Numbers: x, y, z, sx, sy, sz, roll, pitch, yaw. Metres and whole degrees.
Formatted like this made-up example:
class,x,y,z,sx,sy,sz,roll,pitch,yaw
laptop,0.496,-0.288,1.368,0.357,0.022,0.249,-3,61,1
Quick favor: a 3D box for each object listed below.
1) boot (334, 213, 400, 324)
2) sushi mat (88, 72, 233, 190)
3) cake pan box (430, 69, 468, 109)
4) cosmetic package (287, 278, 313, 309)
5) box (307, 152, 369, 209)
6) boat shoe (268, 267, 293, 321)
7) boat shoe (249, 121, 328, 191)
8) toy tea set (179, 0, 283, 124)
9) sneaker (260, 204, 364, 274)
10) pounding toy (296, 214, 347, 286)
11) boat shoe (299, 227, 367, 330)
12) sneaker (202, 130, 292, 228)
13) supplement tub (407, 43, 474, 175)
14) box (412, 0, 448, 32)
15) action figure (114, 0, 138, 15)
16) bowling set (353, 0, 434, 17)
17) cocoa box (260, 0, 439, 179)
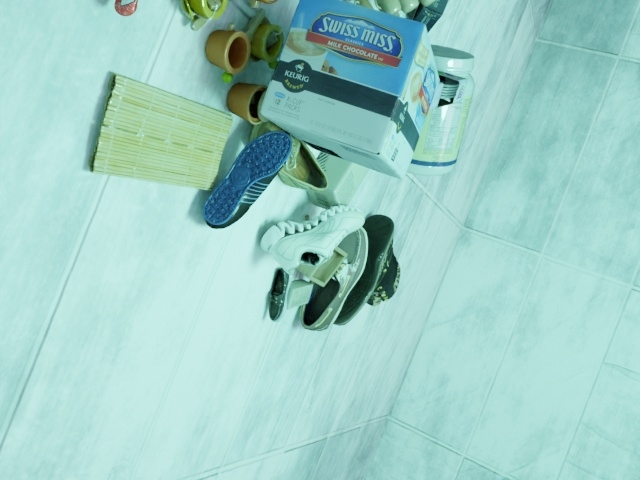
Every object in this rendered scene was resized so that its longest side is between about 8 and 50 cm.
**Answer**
class,x,y,z,sx,sy,sz,roll,pitch,yaw
boot,0.145,0.137,2.055,0.378,0.138,0.284,-65,156,-21
sushi mat,-0.256,-0.170,1.093,0.316,0.019,0.152,3,108,-64
cake pan box,0.200,-0.386,1.571,0.245,0.266,0.070,-28,136,-52
cosmetic package,-0.069,0.141,1.712,0.115,0.041,0.060,-6,115,-63
box,0.071,-0.211,1.653,0.275,0.094,0.113,-59,154,-22
boat shoe,-0.107,0.135,1.626,0.040,0.049,0.142,9,95,-60
boat shoe,-0.062,-0.185,1.400,0.105,0.089,0.285,-66,155,-5
toy tea set,-0.106,-0.353,1.127,0.200,0.124,0.336,-57,153,-25
sneaker,0.000,0.000,1.550,0.292,0.118,0.110,-20,151,-35
pounding toy,-0.013,0.029,1.696,0.130,0.100,0.141,-53,153,1
boat shoe,0.035,0.104,1.817,0.325,0.116,0.096,-65,159,6
sneaker,-0.145,-0.117,1.274,0.232,0.081,0.090,-47,178,-9
supplement tub,0.296,-0.369,1.822,0.235,0.235,0.325,-32,137,-53
box,0.324,-0.687,1.739,0.183,0.059,0.233,-176,-71,-86
action figure,-0.196,-0.429,0.874,0.091,0.139,0.281,16,97,-65
bowling set,0.117,-0.550,1.465,0.154,0.199,0.287,58,36,-5
cocoa box,0.073,-0.275,1.225,0.347,0.231,0.228,8,103,-76
